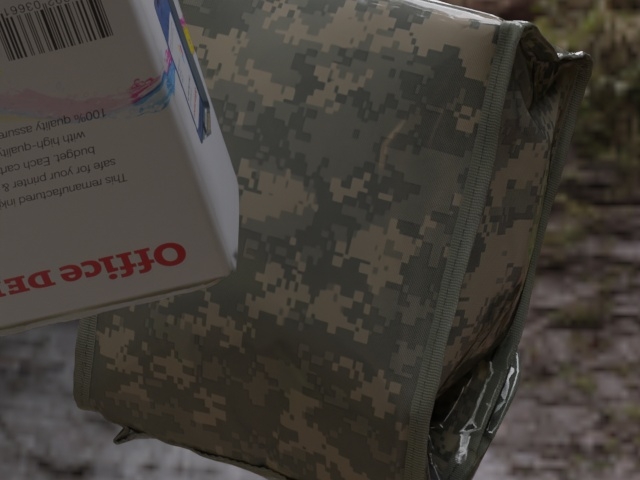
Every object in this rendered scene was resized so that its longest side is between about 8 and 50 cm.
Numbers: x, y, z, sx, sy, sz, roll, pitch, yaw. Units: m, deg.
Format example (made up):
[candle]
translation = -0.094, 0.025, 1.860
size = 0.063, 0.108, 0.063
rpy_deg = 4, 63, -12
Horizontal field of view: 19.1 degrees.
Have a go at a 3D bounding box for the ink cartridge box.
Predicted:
[ink cartridge box]
translation = -0.137, -0.071, 0.846
size = 0.154, 0.093, 0.212
rpy_deg = -13, -59, 8

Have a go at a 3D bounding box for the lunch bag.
[lunch bag]
translation = 0.000, 0.000, 1.080
size = 0.235, 0.287, 0.169
rpy_deg = 15, 3, 23
